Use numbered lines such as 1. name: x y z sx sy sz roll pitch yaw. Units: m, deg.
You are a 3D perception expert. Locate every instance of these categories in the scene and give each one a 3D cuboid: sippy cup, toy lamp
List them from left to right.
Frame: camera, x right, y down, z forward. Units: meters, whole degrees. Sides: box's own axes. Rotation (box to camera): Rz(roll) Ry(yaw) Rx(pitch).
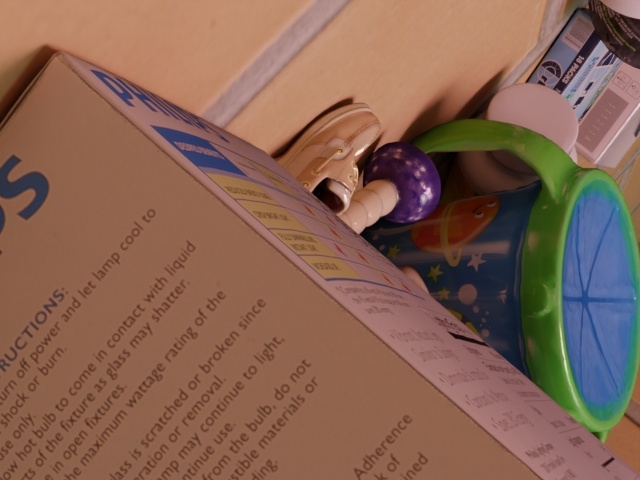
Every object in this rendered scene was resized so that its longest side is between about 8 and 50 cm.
1. toy lamp: 0.000 0.000 1.202 0.274 0.080 0.080 -31 156 -51
2. sippy cup: 0.151 0.056 1.425 0.240 0.224 0.306 16 73 -59

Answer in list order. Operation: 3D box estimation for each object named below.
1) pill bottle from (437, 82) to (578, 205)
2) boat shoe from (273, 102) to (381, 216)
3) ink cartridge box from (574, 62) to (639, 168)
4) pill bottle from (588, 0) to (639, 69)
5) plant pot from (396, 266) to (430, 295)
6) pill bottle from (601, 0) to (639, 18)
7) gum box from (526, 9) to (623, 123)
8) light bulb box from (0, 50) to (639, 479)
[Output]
1. pill bottle: 0.184 -0.060 1.540 0.117 0.117 0.208 -44 165 -27
2. boat shoe: -0.004 -0.039 1.128 0.170 0.059 0.063 -40 162 -37
3. ink cartridge box: 0.437 -0.227 2.010 0.296 0.066 0.261 -54 165 13
4. pill bottle: 0.351 -0.252 1.426 0.130 0.130 0.245 -45 -178 -22
5. plant pot: -0.010 0.169 1.229 0.229 0.263 0.263 -12 170 10
6. pill bottle: 0.289 -0.292 1.224 0.146 0.146 0.264 -42 163 -31
7. gum box: 0.267 -0.171 1.673 0.157 0.041 0.184 -57 164 20
8. light bulb box: -0.018 0.119 0.867 0.225 0.361 0.358 -51 166 5
